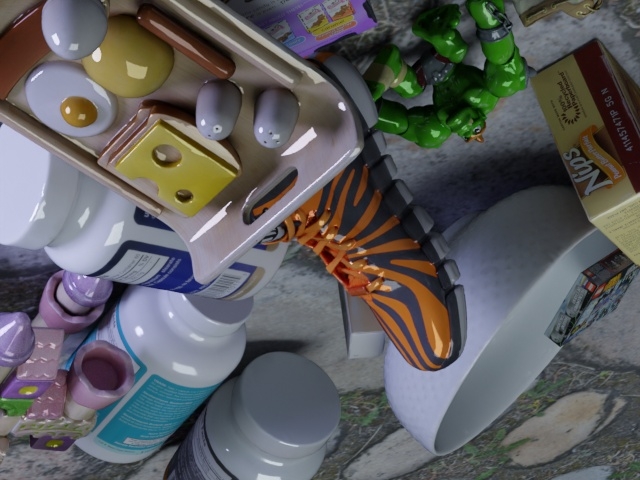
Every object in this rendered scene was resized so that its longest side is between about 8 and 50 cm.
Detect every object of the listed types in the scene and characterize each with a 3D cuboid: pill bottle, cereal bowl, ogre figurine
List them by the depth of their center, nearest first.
[{"bbox_3d":[-0.168,-0.035,1.428,0.264,0.153,0.153,13,138,-39],"label":"pill bottle"},{"bbox_3d":[0.117,-0.152,1.446,0.118,0.097,0.197,34,109,-31],"label":"ogre figurine"},{"bbox_3d":[-0.177,0.123,1.682,0.146,0.146,0.264,8,141,-35],"label":"pill bottle"},{"bbox_3d":[0.186,0.068,1.718,0.339,0.141,0.339,-41,159,-20],"label":"cereal bowl"},{"bbox_3d":[-0.086,0.265,1.933,0.162,0.162,0.278,1,145,-27],"label":"pill bottle"}]

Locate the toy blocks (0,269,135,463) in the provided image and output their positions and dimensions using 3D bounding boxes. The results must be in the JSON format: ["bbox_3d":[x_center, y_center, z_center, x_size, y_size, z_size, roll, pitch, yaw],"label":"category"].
[{"bbox_3d":[-0.312,0.148,1.498,0.288,0.309,0.260,5,147,-32],"label":"toy blocks"}]

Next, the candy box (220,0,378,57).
[{"bbox_3d":[-0.062,-0.222,1.263,0.164,0.070,0.196,-22,149,9],"label":"candy box"}]

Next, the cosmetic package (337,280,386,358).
[{"bbox_3d":[0.045,0.069,1.728,0.041,0.115,0.060,-4,149,-6],"label":"cosmetic package"}]

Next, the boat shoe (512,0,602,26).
[{"bbox_3d":[0.230,-0.221,1.376,0.050,0.045,0.135,-24,-168,-39],"label":"boat shoe"}]

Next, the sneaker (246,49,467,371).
[{"bbox_3d":[0.000,0.000,1.401,0.180,0.321,0.124,-30,-177,-34],"label":"sneaker"}]

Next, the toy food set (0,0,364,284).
[{"bbox_3d":[-0.150,-0.098,1.214,0.306,0.092,0.219,33,128,-22],"label":"toy food set"}]

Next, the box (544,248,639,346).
[{"bbox_3d":[0.311,0.057,1.720,0.137,0.027,0.094,-26,148,-49],"label":"box"}]

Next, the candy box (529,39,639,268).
[{"bbox_3d":[0.344,-0.056,1.612,0.087,0.183,0.316,-29,147,21],"label":"candy box"}]
